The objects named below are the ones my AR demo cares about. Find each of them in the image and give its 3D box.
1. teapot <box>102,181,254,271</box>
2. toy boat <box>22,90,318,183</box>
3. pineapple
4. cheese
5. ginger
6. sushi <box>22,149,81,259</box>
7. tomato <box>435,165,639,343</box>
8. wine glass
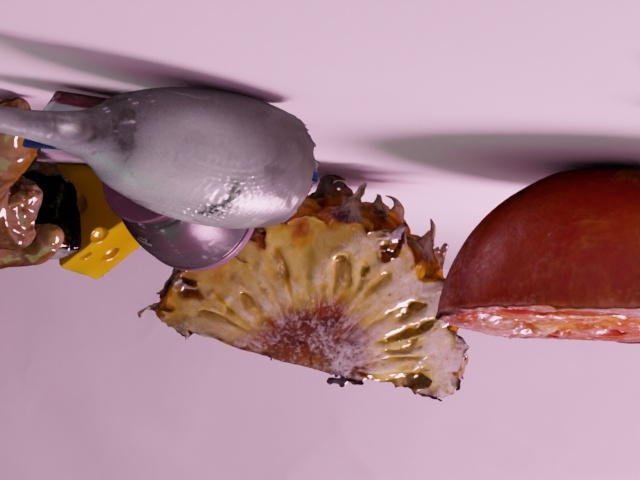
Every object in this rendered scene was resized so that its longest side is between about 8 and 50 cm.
[{"bbox_3d":[-0.110,-0.038,1.035,0.148,0.116,0.146,7,170,19],"label":"teapot"},{"bbox_3d":[-0.107,-0.075,0.911,0.228,0.046,0.080,8,-171,-28],"label":"toy boat"},{"bbox_3d":[0.000,-0.001,1.302,0.344,0.209,0.286,15,-164,-11],"label":"pineapple"},{"bbox_3d":[-0.208,-0.044,1.373,0.171,0.126,0.093,-15,165,13],"label":"cheese"},{"bbox_3d":[-0.300,-0.027,1.036,0.166,0.080,0.333,11,151,-12],"label":"ginger"},{"bbox_3d":[-0.342,-0.042,1.244,0.212,0.115,0.147,8,178,-38],"label":"sushi"},{"bbox_3d":[0.275,0.012,1.070,0.338,0.144,0.338,2,173,0],"label":"tomato"},{"bbox_3d":[-0.140,0.019,0.748,0.096,0.264,0.309,-2,173,42],"label":"wine glass"}]
